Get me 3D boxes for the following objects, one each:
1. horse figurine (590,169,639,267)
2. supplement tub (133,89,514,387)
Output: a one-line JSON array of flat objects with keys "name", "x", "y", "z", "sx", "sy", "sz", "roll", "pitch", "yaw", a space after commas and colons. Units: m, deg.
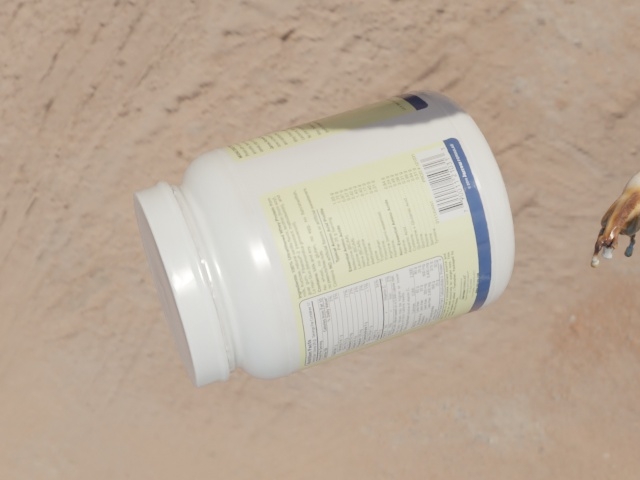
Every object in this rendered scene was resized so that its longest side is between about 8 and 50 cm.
[{"name": "horse figurine", "x": 0.470, "y": -0.057, "z": 1.526, "sx": 0.066, "sy": 0.263, "sz": 0.174, "roll": 41, "pitch": 166, "yaw": 26}, {"name": "supplement tub", "x": 0.000, "y": 0.000, "z": 1.052, "sx": 0.325, "sy": 0.235, "sz": 0.235, "roll": -18, "pitch": 132, "yaw": -13}]
